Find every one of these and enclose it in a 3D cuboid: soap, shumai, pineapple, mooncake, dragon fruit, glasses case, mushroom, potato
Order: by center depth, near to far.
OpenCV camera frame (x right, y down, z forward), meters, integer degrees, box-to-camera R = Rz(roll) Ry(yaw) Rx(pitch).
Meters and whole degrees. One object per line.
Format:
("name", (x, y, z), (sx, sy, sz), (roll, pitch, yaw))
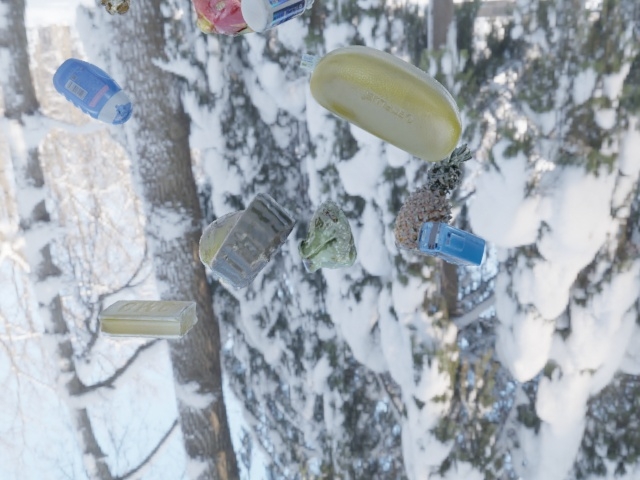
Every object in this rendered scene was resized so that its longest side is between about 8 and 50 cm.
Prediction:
("mushroom", (-0.454, -0.547, 1.558), (0.061, 0.060, 0.187), (-46, -176, -12))
("glasses case", (0.158, -0.322, 1.617), (0.371, 0.173, 0.141), (27, -154, -2))
("mooncake", (-0.157, 0.006, 1.665), (0.124, 0.228, 0.228), (36, -163, -5))
("shumai", (-0.002, -0.006, 1.794), (0.141, 0.184, 0.184), (-20, -160, -12))
("pineapple", (0.332, -0.134, 2.117), (0.174, 0.362, 0.175), (15, -177, -1))
("potato", (-0.248, 0.000, 2.150), (0.299, 0.196, 0.247), (-39, -159, 43))
("soap", (-0.556, 0.253, 2.296), (0.273, 0.089, 0.173), (0, -167, 10))
("dragon fruit", (-0.336, -0.823, 2.394), (0.189, 0.291, 0.291), (-19, -168, 17))

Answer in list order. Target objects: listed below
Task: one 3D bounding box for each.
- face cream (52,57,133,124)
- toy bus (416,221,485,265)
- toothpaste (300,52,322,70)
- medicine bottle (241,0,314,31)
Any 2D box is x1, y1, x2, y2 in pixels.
("face cream", (-0.712, -0.466, 2.244), (0.264, 0.149, 0.083), (37, 168, 2))
("toy bus", (0.366, 0.010, 1.977), (0.184, 0.090, 0.106), (18, 172, -34))
("toothpaste", (0.008, -0.511, 2.061), (0.034, 0.046, 0.164), (0, -161, -45))
("medicine bottle", (-0.105, -0.620, 1.836), (0.107, 0.107, 0.191), (14, -141, 44))
